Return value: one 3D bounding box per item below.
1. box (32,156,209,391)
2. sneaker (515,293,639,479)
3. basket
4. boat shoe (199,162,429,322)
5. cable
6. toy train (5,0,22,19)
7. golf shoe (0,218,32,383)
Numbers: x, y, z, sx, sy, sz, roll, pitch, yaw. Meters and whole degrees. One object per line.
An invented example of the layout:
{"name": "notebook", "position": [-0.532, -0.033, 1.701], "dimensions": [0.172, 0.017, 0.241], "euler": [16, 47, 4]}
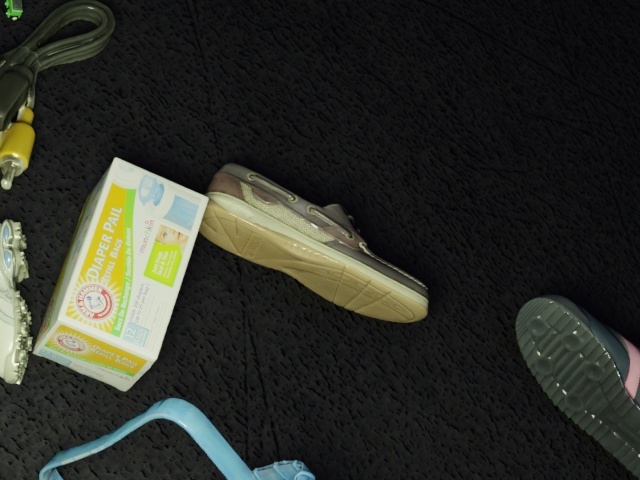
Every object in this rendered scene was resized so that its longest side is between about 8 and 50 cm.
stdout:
{"name": "box", "position": [-0.208, 0.036, 1.797], "dimensions": [0.114, 0.103, 0.203], "euler": [23, 59, -14]}
{"name": "sneaker", "position": [0.361, 0.170, 2.018], "dimensions": [0.319, 0.112, 0.131], "euler": [47, 40, -2]}
{"name": "basket", "position": [-0.111, 0.285, 1.639], "dimensions": [0.289, 0.255, 0.201], "euler": [50, 49, -9]}
{"name": "boat shoe", "position": [0.000, 0.000, 1.916], "dimensions": [0.285, 0.103, 0.092], "euler": [25, 64, -6]}
{"name": "cable", "position": [-0.335, -0.173, 1.881], "dimensions": [0.139, 0.072, 0.287], "euler": [23, 45, 6]}
{"name": "toy train", "position": [-0.346, -0.287, 1.930], "dimensions": [0.017, 0.024, 0.083], "euler": [-1, 68, -26]}
{"name": "golf shoe", "position": [-0.339, 0.066, 1.758], "dimensions": [0.086, 0.069, 0.176], "euler": [-6, 65, -6]}
